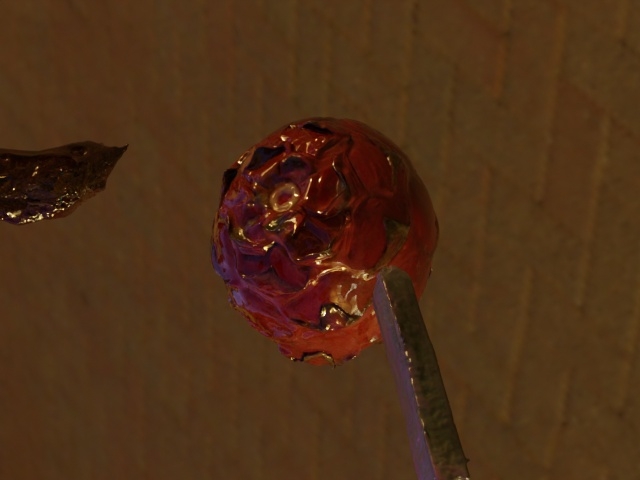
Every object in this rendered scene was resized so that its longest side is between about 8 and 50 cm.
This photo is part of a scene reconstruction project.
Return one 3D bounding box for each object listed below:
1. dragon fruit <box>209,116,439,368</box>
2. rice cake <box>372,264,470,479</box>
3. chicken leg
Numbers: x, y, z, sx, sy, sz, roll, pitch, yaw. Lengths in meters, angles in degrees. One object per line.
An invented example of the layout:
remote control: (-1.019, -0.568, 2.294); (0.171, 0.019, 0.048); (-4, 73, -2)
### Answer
dragon fruit: (0.003, -0.002, 1.714); (0.241, 0.241, 0.252); (34, 151, 58)
rice cake: (0.075, 0.110, 1.364); (0.047, 0.036, 0.206); (122, 143, -47)
chicken leg: (-0.330, -0.066, 1.919); (0.063, 0.234, 0.105); (101, 169, -76)
